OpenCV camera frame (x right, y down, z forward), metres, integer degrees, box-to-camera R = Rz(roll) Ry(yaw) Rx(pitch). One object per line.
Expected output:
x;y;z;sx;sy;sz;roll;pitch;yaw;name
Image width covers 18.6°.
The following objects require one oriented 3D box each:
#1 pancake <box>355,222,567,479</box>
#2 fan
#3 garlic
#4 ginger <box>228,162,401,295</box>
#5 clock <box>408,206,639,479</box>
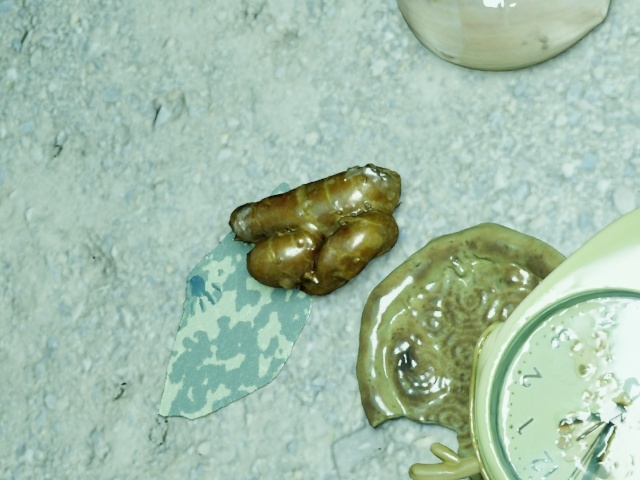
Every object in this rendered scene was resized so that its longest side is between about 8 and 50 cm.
0.135;0.092;1.630;0.235;0.029;0.212;21;86;28;pancake
-0.071;0.063;1.754;0.131;0.009;0.240;30;91;30;fan
0.175;-0.212;1.663;0.266;0.128;0.148;14;95;19;garlic
0.000;0.000;1.697;0.162;0.073;0.103;-16;60;18;ginger
0.224;0.137;1.511;0.308;0.096;0.235;-37;71;7;clock
